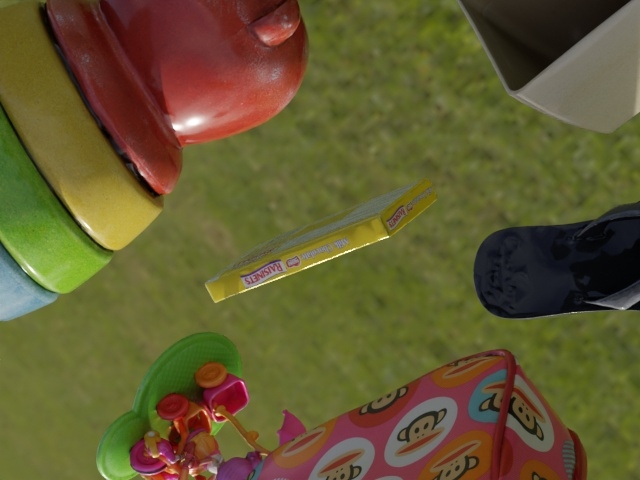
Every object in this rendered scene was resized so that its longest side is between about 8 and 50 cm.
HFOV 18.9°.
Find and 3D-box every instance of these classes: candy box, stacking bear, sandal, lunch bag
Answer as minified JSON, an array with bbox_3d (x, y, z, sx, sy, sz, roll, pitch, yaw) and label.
[{"bbox_3d":[0.000,0.000,1.753,0.206,0.105,0.027,-21,102,35],"label":"candy box"},{"bbox_3d":[-0.141,-0.062,0.999,0.164,0.289,0.175,59,-175,-7],"label":"stacking bear"},{"bbox_3d":[0.226,0.014,1.431,0.054,0.254,0.097,9,-112,-57],"label":"sandal"},{"bbox_3d":[0.034,0.220,1.309,0.120,0.293,0.258,52,-153,-17],"label":"lunch bag"}]

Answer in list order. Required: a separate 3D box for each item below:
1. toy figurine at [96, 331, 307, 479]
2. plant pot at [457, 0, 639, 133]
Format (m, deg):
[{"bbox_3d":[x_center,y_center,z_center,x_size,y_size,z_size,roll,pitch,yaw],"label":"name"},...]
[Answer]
[{"bbox_3d":[-0.085,0.183,1.699,0.159,0.173,0.130,29,146,39],"label":"toy figurine"},{"bbox_3d":[0.165,-0.129,1.162,0.096,0.109,0.109,36,-158,-41],"label":"plant pot"}]
